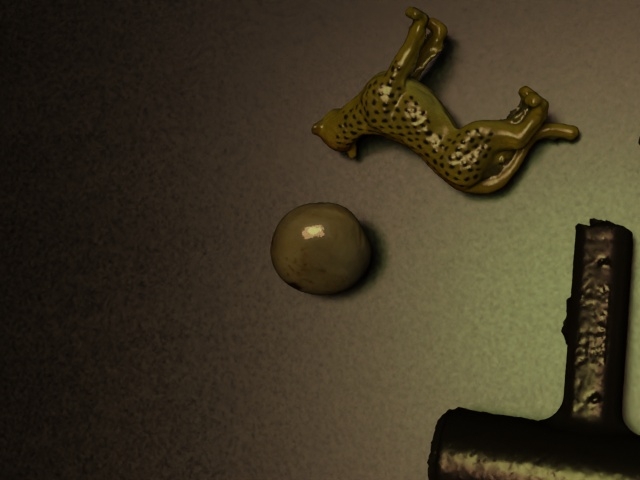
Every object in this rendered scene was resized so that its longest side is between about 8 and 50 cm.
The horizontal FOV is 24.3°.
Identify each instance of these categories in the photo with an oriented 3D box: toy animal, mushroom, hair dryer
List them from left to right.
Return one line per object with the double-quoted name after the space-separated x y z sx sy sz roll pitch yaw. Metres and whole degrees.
0.000 0.000 1.217 0.085 0.085 0.079 -22 35 12 "mushroom"
0.100 -0.090 1.203 0.181 0.073 0.136 36 102 5 "toy animal"
0.200 0.105 1.147 0.197 0.089 0.251 6 76 18 "hair dryer"

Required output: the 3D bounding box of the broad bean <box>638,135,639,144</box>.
0.276 0.009 1.142 0.046 0.061 0.195 -12 91 36 "broad bean"
